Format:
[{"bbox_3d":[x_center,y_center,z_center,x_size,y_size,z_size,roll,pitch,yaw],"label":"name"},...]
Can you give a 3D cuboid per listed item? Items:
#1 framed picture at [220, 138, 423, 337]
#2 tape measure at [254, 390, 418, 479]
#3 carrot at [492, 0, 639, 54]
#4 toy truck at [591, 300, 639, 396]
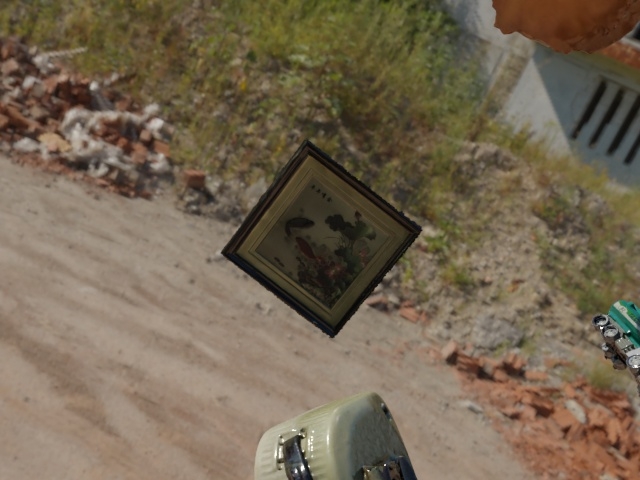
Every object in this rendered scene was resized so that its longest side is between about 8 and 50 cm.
[{"bbox_3d":[0.000,0.000,1.072,0.195,0.199,0.010,38,13,-1],"label":"framed picture"},{"bbox_3d":[0.045,0.307,0.855,0.231,0.133,0.271,-2,73,-68],"label":"tape measure"},{"bbox_3d":[0.214,-0.244,0.621,0.196,0.196,0.254,32,47,25],"label":"carrot"},{"bbox_3d":[0.242,0.081,0.621,0.039,0.044,0.083,59,4,-28],"label":"toy truck"}]
